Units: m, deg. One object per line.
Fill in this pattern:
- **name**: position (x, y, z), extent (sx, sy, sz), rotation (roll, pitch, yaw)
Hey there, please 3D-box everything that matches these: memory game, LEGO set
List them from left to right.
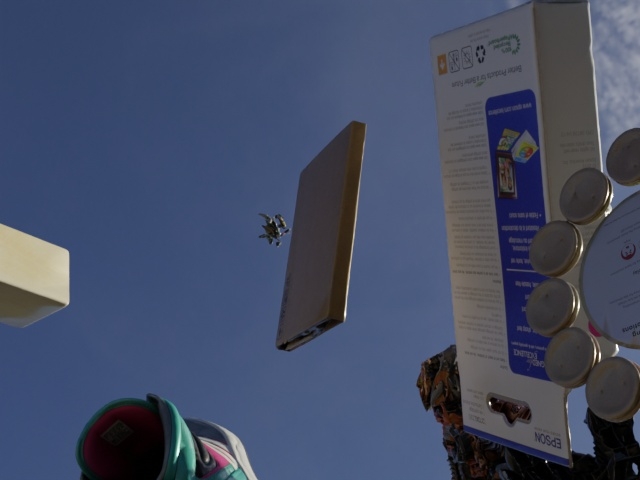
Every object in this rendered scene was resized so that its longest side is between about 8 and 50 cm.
- **LEGO set**: position (-0.065, -0.018, 1.604), extent (0.023, 0.083, 0.054), rotation (-34, -69, -30)
- **memory game**: position (0.191, 0.014, 0.624), extent (0.012, 0.186, 0.186), rotation (23, -56, -36)

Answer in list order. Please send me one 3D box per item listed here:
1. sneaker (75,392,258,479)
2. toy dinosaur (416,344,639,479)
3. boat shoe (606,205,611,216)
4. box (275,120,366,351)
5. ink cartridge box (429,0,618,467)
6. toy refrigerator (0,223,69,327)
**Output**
- **sneaker**: position (-0.170, 0.224, 1.132), extent (0.178, 0.295, 0.124), rotation (41, -96, -24)
- **toy dinosaur**: position (0.219, 0.248, 1.124), extent (0.322, 0.164, 0.218), rotation (44, -32, 1)
- **boat shoe**: position (0.281, -0.006, 1.357), extent (0.258, 0.095, 0.084), rotation (-34, -77, -29)
- **box**: position (0.000, 0.000, 1.102), extent (0.021, 0.201, 0.164), rotation (14, -19, -16)
- **ink cartridge box**: position (0.172, -0.007, 0.944), extent (0.069, 0.176, 0.371), rotation (-4, -88, -22)
- **toy refrigerator**: position (-0.461, 0.023, 1.416), extent (0.102, 0.094, 0.269), rotation (-25, -33, 30)
